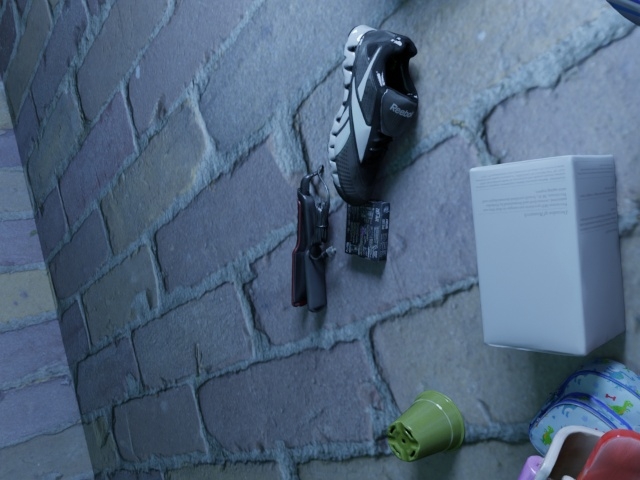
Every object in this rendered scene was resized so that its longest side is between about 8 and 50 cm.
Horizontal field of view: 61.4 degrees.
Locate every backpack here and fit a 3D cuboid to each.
[{"bbox_3d":[0.273,0.182,0.529,0.105,0.084,0.114,39,120,32],"label":"backpack"}]

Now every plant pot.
[{"bbox_3d":[0.129,0.246,0.696,0.083,0.079,0.084,10,104,46],"label":"plant pot"}]

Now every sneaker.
[{"bbox_3d":[0.072,-0.155,0.690,0.106,0.078,0.235,19,107,46],"label":"sneaker"}]

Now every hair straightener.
[{"bbox_3d":[0.000,0.000,0.828,0.089,0.047,0.231,13,102,45],"label":"hair straightener"}]

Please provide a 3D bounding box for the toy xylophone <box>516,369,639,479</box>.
[{"bbox_3d":[0.312,0.237,0.430,0.322,0.081,0.237,13,112,17],"label":"toy xylophone"}]

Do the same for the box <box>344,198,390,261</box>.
[{"bbox_3d":[0.065,-0.017,0.765,0.067,0.018,0.084,13,106,45],"label":"box"}]

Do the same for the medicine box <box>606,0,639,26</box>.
[{"bbox_3d":[0.379,-0.218,0.301,0.263,0.149,0.290,45,127,32],"label":"medicine box"}]

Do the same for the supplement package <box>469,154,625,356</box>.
[{"bbox_3d":[0.225,0.011,0.536,0.105,0.105,0.180,-3,94,47],"label":"supplement package"}]
